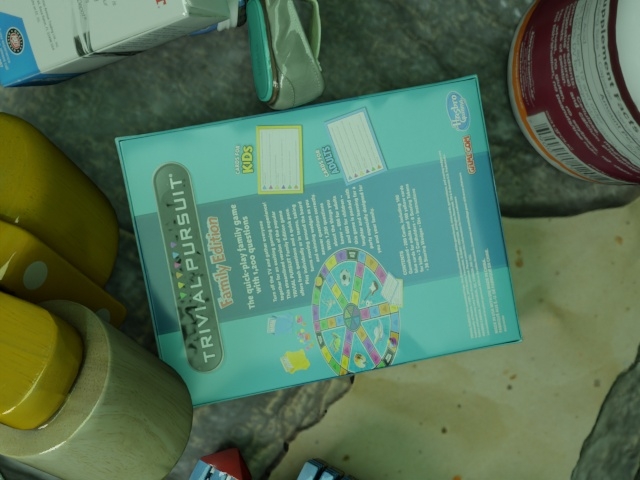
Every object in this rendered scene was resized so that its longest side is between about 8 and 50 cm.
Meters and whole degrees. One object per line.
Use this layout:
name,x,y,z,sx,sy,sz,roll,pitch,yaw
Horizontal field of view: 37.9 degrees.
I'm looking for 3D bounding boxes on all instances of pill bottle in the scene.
pill bottle,0.310,-0.158,0.750,0.223,0.392,0.224,0,93,-6

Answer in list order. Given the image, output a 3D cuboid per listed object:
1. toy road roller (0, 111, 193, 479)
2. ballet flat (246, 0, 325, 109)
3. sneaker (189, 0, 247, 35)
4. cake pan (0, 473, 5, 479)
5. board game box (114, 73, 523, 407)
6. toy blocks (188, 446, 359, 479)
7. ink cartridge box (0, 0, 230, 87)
toy road roller,-0.236,0.038,0.764,0.329,0.202,0.241,18,72,28
ballet flat,-0.040,-0.223,0.820,0.068,0.072,0.213,-14,98,-19
sneaker,-0.139,-0.288,0.855,0.081,0.080,0.211,-22,94,-6
cake pan,-0.430,0.302,0.868,0.293,0.054,0.293,0,92,-6
board game box,0.000,0.000,0.883,0.335,0.079,0.254,-10,93,-5
toy blocks,-0.015,0.320,0.845,0.381,0.191,0.261,25,83,10
ink cartridge box,-0.196,-0.232,0.809,0.203,0.086,0.148,-13,94,22
